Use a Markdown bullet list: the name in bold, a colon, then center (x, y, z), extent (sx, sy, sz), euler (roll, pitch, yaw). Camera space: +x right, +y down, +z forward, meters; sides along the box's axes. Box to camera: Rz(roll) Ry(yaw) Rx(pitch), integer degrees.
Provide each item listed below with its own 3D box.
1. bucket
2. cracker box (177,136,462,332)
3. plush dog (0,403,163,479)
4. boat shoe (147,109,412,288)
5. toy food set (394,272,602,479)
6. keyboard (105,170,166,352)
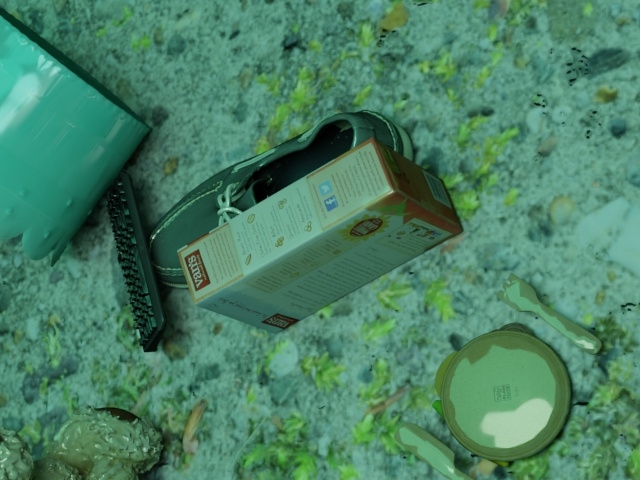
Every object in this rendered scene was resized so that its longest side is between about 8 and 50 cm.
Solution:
- **bucket**: center (-0.331, -0.124, 1.748), extent (0.281, 0.281, 0.183), euler (39, 91, 31)
- **cracker box**: center (0.000, 0.000, 1.589), extent (0.232, 0.156, 0.067), euler (-30, 65, 19)
- **plush dog**: center (-0.235, 0.301, 1.606), extent (0.225, 0.262, 0.210), euler (31, 109, 32)
- **boat shoe**: center (-0.063, -0.046, 1.669), extent (0.319, 0.099, 0.116), euler (-25, 70, 23)
- **toy food set**: center (0.171, 0.143, 1.534), extent (0.132, 0.038, 0.192), euler (37, 91, 24)
- **keyboard**: center (-0.198, 0.028, 1.736), extent (0.023, 0.108, 0.180), euler (-9, 70, -18)
